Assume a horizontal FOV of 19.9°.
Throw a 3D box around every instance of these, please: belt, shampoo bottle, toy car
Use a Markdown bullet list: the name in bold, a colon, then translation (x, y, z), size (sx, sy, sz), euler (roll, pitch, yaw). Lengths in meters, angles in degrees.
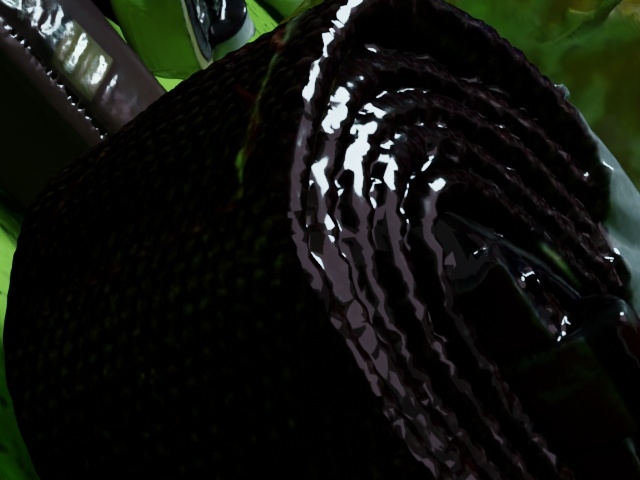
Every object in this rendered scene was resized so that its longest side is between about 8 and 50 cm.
- **belt**: translation (0.037, 0.073, 0.546), size (0.289, 0.164, 0.184), euler (49, 37, -17)
- **shampoo bottle**: translation (-0.107, -0.062, 0.636), size (0.236, 0.067, 0.068), euler (46, 20, -27)
- **toy car**: translation (-0.101, -0.205, 0.970), size (0.101, 0.124, 0.256), euler (73, 16, -58)

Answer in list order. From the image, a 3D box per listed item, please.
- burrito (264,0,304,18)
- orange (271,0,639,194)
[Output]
- **burrito**: translation (-0.007, -0.243, 1.653), size (0.299, 0.105, 0.143), euler (44, 3, -32)
- **orange**: translation (0.126, -0.010, 0.757), size (0.329, 0.329, 0.249), euler (48, 40, -16)
